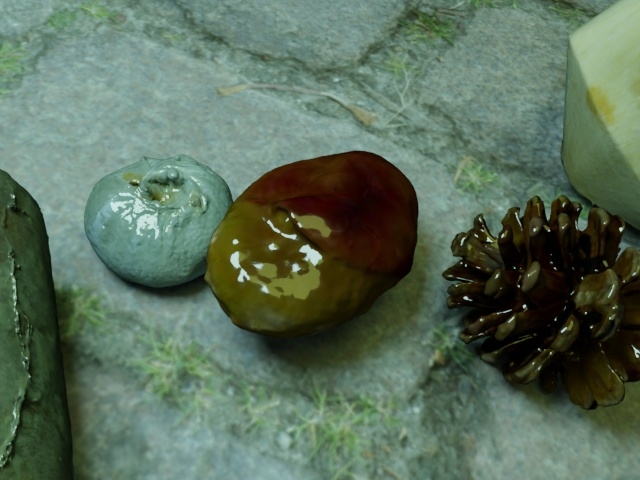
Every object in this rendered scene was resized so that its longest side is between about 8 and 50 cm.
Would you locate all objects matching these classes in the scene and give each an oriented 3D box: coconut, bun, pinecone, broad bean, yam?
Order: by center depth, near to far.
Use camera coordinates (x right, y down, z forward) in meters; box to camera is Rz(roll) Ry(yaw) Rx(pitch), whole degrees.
[{"bbox_3d":[-0.257,0.098,0.441,0.168,0.168,0.304,-9,58,-18],"label":"yam"},{"bbox_3d":[0.207,0.046,0.587,0.195,0.150,0.179,23,70,16],"label":"pinecone"},{"bbox_3d":[0.000,-0.003,0.588,0.228,0.122,0.156,-30,81,-42],"label":"broad bean"},{"bbox_3d":[-0.147,-0.027,0.608,0.140,0.083,0.141,4,56,-7],"label":"bun"},{"bbox_3d":[0.408,-0.139,0.697,0.323,0.323,0.323,6,54,-8],"label":"coconut"}]
